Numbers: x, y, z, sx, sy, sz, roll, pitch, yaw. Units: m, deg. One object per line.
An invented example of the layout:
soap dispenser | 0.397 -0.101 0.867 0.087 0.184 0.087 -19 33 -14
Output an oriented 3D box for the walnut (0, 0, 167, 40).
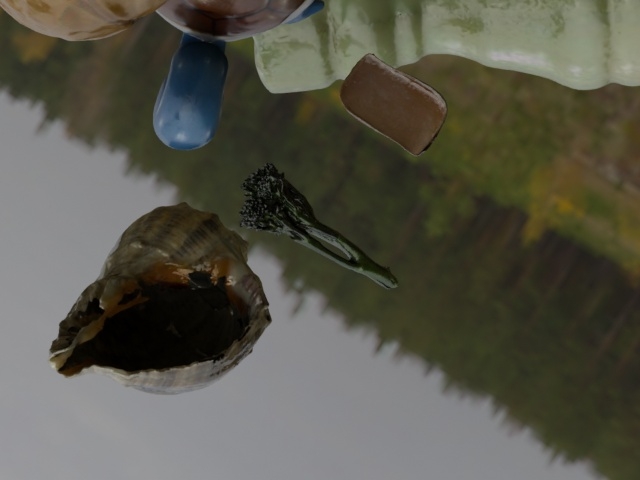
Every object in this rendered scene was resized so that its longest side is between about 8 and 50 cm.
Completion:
walnut | -0.201 -0.272 1.576 0.221 0.195 0.195 60 169 -22

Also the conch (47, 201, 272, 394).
conch | -0.166 0.087 2.108 0.210 0.291 0.159 36 147 18

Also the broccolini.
broccolini | -0.005 -0.001 2.041 0.201 0.074 0.058 39 163 -27

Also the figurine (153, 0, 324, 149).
figurine | -0.097 -0.304 1.865 0.298 0.416 0.243 15 -162 -1

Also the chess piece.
chess piece | 0.147 -0.267 2.161 0.442 0.234 0.234 -3 175 7

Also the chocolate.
chocolate | 0.067 -0.126 1.824 0.101 0.064 0.031 29 179 -2
